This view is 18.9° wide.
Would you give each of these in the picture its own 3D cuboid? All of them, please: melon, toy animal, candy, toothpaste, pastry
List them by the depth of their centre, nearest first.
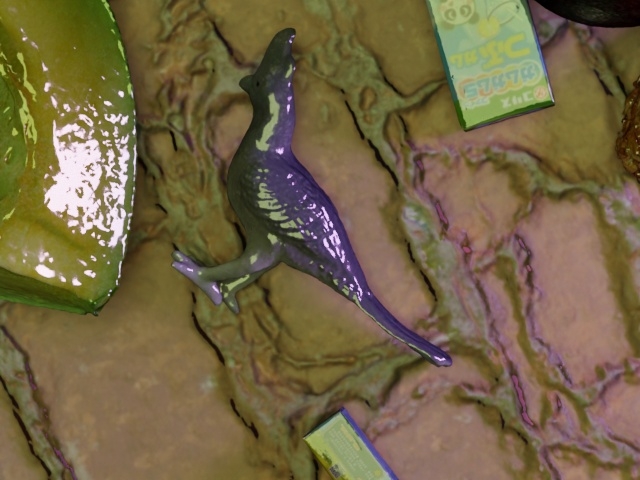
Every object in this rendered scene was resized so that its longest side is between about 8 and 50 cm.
[{"bbox_3d":[0.339,-0.138,1.838,0.087,0.063,0.169,18,94,8],"label":"pastry"},{"bbox_3d":[-0.322,-0.133,1.843,0.331,0.226,0.343,14,78,17],"label":"melon"},{"bbox_3d":[0.158,-0.211,1.857,0.097,0.062,0.194,-16,91,6],"label":"candy"},{"bbox_3d":[-0.039,0.000,1.874,0.206,0.081,0.367,-26,93,8],"label":"toy animal"},{"bbox_3d":[0.052,0.262,1.887,0.070,0.044,0.193,-37,87,5],"label":"toothpaste"}]

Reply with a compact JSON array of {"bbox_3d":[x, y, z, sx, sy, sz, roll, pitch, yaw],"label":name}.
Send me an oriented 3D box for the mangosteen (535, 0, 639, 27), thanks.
[{"bbox_3d":[0.297,-0.327,1.727,0.300,0.300,0.300,0,91,6],"label":"mangosteen"}]
